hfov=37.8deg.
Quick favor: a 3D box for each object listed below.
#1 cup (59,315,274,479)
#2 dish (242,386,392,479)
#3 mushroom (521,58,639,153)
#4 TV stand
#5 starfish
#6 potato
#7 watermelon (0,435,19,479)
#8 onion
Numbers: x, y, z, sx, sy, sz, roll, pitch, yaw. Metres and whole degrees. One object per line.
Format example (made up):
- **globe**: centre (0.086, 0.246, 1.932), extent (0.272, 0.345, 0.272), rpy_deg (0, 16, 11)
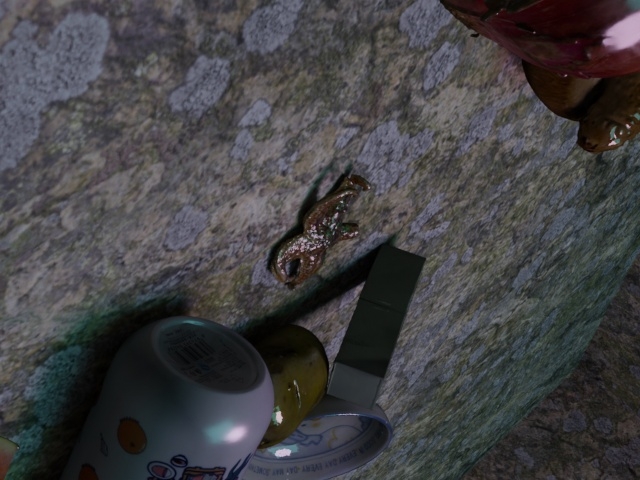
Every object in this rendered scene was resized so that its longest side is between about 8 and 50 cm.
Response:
- **cup**: centre (-0.196, 0.260, 1.162), extent (0.212, 0.212, 0.317), rpy_deg (-10, 132, -54)
- **dish**: centre (-0.026, 0.300, 1.581), extent (0.273, 0.134, 0.273), rpy_deg (-11, 146, -7)
- **mushroom**: centre (0.451, -0.327, 1.444), extent (0.345, 0.239, 0.345), rpy_deg (-56, 175, -7)
- **TV stand**: centre (0.090, 0.130, 1.471), extent (0.269, 0.083, 0.088), rpy_deg (-65, 172, -46)
- **starfish**: centre (-0.005, -0.007, 1.316), extent (0.150, 0.053, 0.209), rpy_deg (-10, 140, -36)
- **potato**: centre (-0.067, 0.216, 1.380), extent (0.154, 0.137, 0.200), rpy_deg (-29, -171, 36)
- **watermelon**: centre (-0.389, 0.270, 0.989), extent (0.125, 0.094, 0.135), rpy_deg (-46, 151, 10)
- **onion**: centre (0.245, -0.319, 0.957), extent (0.353, 0.353, 0.353), rpy_deg (-38, 152, -24)
